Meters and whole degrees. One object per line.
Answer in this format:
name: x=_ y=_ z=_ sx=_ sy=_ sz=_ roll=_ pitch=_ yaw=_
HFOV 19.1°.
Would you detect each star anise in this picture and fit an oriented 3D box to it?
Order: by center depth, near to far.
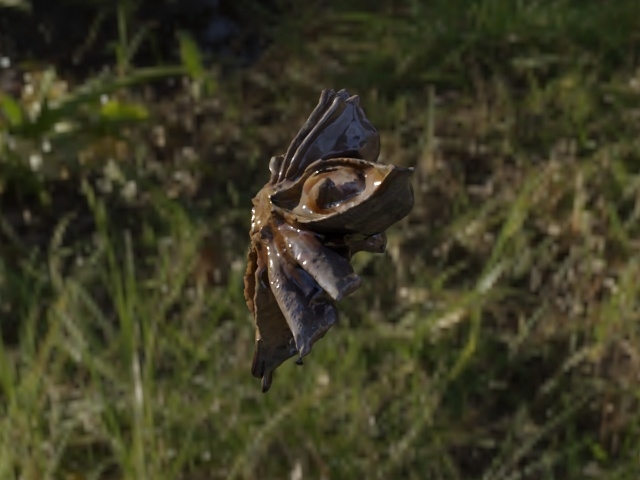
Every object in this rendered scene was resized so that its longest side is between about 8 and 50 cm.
star anise: x=0.005 y=-0.007 z=0.755 sx=0.056 sy=0.129 sz=0.124 roll=17 pitch=64 yaw=-17
